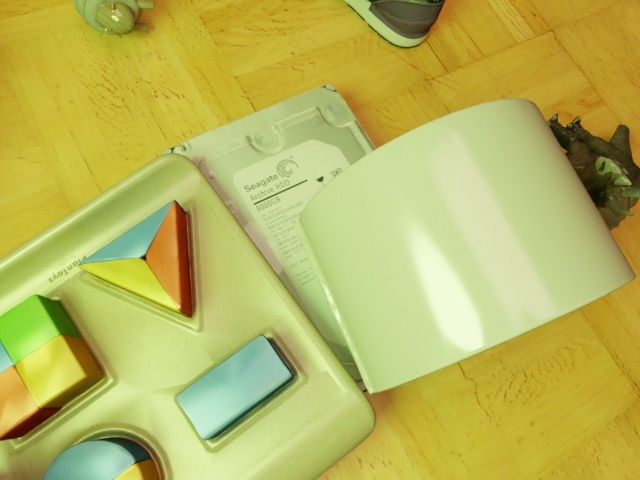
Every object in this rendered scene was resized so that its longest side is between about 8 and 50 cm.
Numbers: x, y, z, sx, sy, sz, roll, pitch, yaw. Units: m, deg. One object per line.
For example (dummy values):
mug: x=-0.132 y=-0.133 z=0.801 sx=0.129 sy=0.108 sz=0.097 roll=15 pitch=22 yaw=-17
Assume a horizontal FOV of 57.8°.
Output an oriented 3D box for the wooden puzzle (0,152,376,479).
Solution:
wooden puzzle: x=-0.168 y=0.127 z=0.535 sx=0.322 sy=0.080 sz=0.348 roll=-36 pitch=82 yaw=-9

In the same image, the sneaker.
sneaker: x=0.053 y=-0.398 z=0.792 sx=0.283 sy=0.124 sz=0.107 roll=34 pitch=66 yaw=1

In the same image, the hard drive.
hard drive: x=0.000 y=0.000 z=0.667 sx=0.237 sy=0.064 sz=0.339 roll=-26 pitch=77 yaw=-21

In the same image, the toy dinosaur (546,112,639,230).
toy dinosaur: x=0.351 y=-0.084 z=0.753 sx=0.160 sy=0.121 sz=0.313 roll=51 pitch=33 yaw=18

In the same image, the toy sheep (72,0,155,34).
toy sheep: x=-0.259 y=-0.301 z=0.708 sx=0.091 sy=0.091 sz=0.132 roll=-21 pitch=62 yaw=-19

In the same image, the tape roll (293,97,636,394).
tape roll: x=0.122 y=0.012 z=0.524 sx=0.246 sy=0.246 sz=0.169 roll=-20 pitch=76 yaw=-19
